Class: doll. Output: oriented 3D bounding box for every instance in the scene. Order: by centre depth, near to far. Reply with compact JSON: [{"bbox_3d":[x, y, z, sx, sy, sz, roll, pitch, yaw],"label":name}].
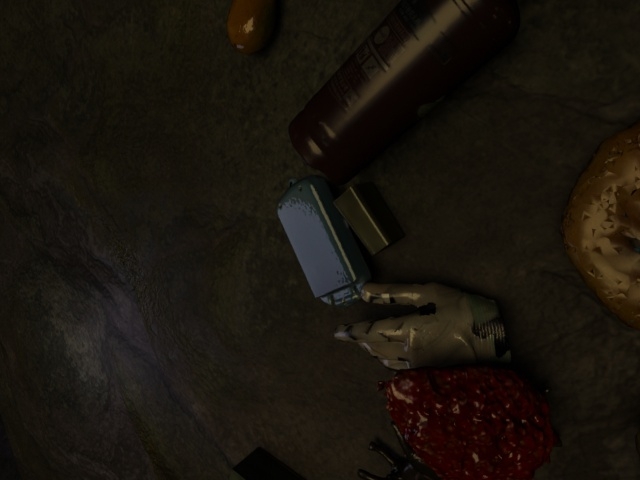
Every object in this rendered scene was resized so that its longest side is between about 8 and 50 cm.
[{"bbox_3d":[0.144,0.343,0.609,0.165,0.057,0.139,36,116,12],"label":"doll"}]

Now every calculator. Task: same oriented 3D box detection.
[{"bbox_3d":[0.000,0.000,0.621,0.121,0.039,0.210,-32,81,51],"label":"calculator"}]

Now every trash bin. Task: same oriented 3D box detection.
[{"bbox_3d":[0.067,-0.029,0.574,0.043,0.061,0.092,-37,81,34],"label":"trash bin"}]

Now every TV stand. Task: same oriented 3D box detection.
[{"bbox_3d":[-0.038,0.491,0.742,0.270,0.083,0.088,22,109,28],"label":"TV stand"}]

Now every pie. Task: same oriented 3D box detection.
[{"bbox_3d":[0.372,-0.017,0.373,0.273,0.069,0.273,7,103,30],"label":"pie"}]

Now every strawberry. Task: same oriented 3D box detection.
[{"bbox_3d":[0.173,0.206,0.466,0.174,0.228,0.098,-28,41,19],"label":"strawberry"}]

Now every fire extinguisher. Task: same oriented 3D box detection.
[{"bbox_3d":[0.109,-0.199,0.471,0.337,0.114,0.135,-39,37,32],"label":"fire extinguisher"}]

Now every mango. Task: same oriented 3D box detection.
[{"bbox_3d":[-0.100,-0.335,0.621,0.079,0.057,0.114,35,114,30],"label":"mango"}]

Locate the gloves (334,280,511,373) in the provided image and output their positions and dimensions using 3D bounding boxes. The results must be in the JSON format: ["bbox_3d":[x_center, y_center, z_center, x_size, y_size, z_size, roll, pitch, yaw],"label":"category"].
[{"bbox_3d":[0.119,0.123,0.539,0.212,0.111,0.127,-11,120,12],"label":"gloves"}]

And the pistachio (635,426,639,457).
[{"bbox_3d":[0.387,0.224,0.399,0.149,0.113,0.113,48,121,21],"label":"pistachio"}]
